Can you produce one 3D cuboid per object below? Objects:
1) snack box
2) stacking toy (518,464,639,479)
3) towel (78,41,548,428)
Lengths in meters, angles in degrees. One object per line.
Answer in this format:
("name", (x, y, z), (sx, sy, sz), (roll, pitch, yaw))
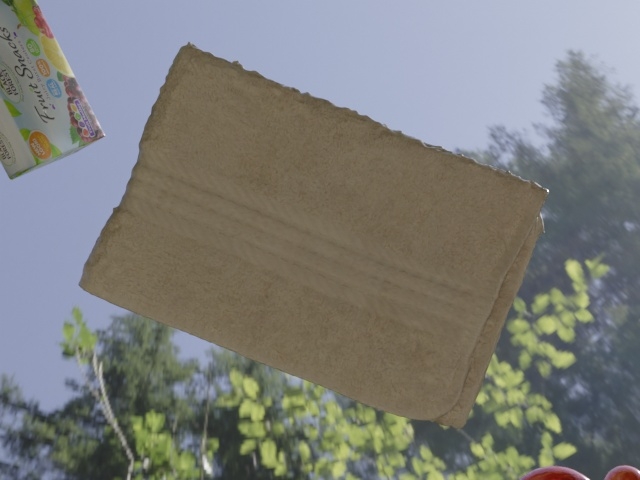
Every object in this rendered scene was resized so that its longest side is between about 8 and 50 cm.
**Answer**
("snack box", (-0.249, -0.131, 1.080), (0.037, 0.100, 0.141), (-24, -84, 32))
("stacking toy", (0.319, 0.236, 1.087), (0.330, 0.141, 0.141), (-3, -73, 5))
("towel", (0.000, 0.000, 0.886), (0.282, 0.049, 0.187), (23, -91, -2))
